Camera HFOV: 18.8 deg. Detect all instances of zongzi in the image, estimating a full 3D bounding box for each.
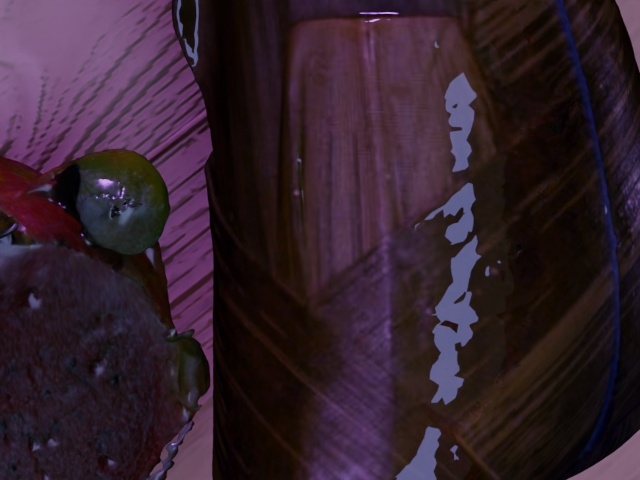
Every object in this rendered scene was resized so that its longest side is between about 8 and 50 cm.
[{"bbox_3d":[0.000,0.000,0.857,0.432,0.207,0.403,-48,128,-41],"label":"zongzi"}]

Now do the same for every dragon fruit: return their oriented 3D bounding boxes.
[{"bbox_3d":[-0.184,0.067,0.911,0.295,0.130,0.268,-46,125,-1],"label":"dragon fruit"}]
